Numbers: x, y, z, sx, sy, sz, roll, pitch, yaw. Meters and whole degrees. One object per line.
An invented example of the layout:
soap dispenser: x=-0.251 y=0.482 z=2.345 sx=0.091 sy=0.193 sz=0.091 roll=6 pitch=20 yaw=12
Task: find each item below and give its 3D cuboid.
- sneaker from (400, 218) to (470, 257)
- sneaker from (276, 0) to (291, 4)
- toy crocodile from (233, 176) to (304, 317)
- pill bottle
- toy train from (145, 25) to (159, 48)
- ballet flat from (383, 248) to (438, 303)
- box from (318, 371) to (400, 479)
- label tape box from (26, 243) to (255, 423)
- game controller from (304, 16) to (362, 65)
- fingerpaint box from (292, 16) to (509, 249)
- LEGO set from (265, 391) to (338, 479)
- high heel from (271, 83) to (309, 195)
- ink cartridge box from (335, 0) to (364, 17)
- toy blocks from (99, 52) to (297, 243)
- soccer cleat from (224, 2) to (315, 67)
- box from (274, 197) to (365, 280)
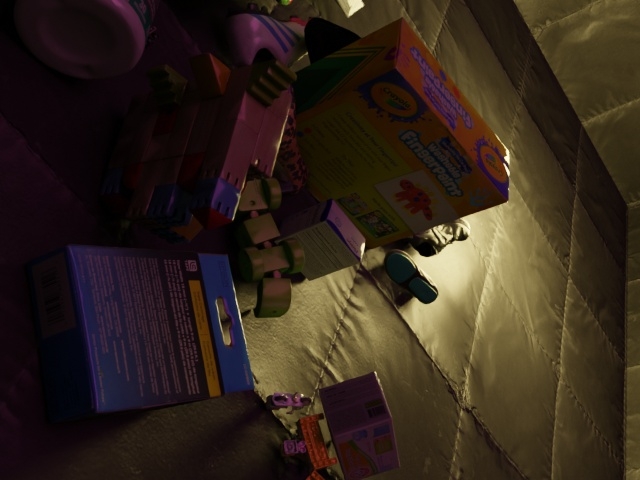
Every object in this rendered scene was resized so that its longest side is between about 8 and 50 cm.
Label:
sneaker: x=0.288 y=-0.010 z=2.265 sx=0.283 sy=0.107 sz=0.124 roll=17 pitch=74 yaw=-47
sneaker: x=-0.149 y=-0.610 z=1.825 sx=0.202 sy=0.185 sz=0.483 roll=30 pitch=19 yaw=9
toy crocodile: x=-0.124 y=-0.020 z=1.645 sx=0.115 sy=0.105 sz=0.340 roll=-13 pitch=77 yaw=-30
pill bottle: x=-0.356 y=-0.458 z=1.442 sx=0.204 sy=0.204 sz=0.361 roll=39 pitch=44 yaw=-38
toy train: x=-0.340 y=-0.354 z=1.575 sx=0.036 sy=0.027 sz=0.158 roll=49 pitch=37 yaw=-11
ballet flat: x=0.212 y=0.080 z=2.126 sx=0.213 sy=0.072 sz=0.068 roll=44 pitch=13 yaw=-35
box: x=0.074 y=0.352 z=1.625 sx=0.203 sy=0.114 sz=0.103 roll=76 pitch=-4 yaw=-50
label tape box: x=-0.267 y=0.140 z=1.340 sx=0.333 sy=0.106 sz=0.241 roll=6 pitch=68 yaw=-55
game controller: x=0.054 y=-0.354 z=1.941 sx=0.067 sy=0.166 sz=0.319 roll=-57 pitch=155 yaw=-24
fingerpaint box: x=0.139 y=-0.209 z=1.881 sx=0.445 sy=0.371 sz=0.163 roll=41 pitch=43 yaw=-35
LEGO set: x=-0.049 y=0.418 z=1.551 sx=0.132 sy=0.107 sz=0.287 roll=12 pitch=62 yaw=-13
high heel: x=-0.063 y=-0.210 z=1.755 sx=0.186 sy=0.093 sz=0.261 roll=-17 pitch=129 yaw=-53
ink cartridge box: x=-0.008 y=-0.719 z=2.165 sx=0.239 sy=0.060 sz=0.275 roll=59 pitch=7 yaw=30
toy blocks: x=-0.210 y=-0.118 z=1.375 sx=0.191 sy=0.381 sz=0.261 roll=34 pitch=62 yaw=-43
soccer cleat: x=-0.093 y=-0.423 z=1.916 sx=0.331 sy=0.116 sz=0.143 roll=-7 pitch=95 yaw=-54
box: x=0.000 y=0.000 z=1.776 sx=0.126 sy=0.137 sz=0.072 roll=50 pitch=37 yaw=-28
